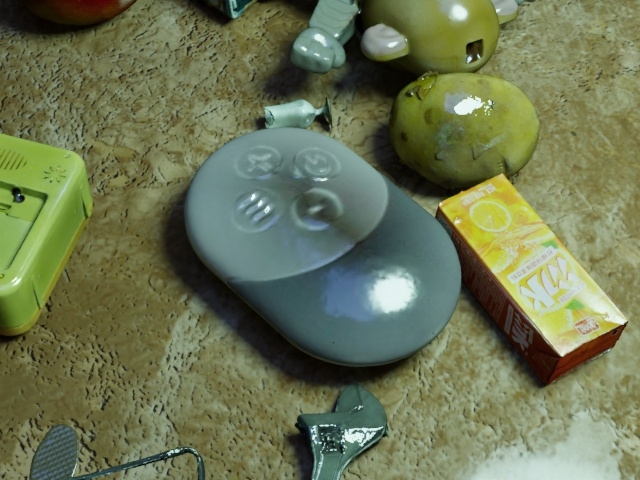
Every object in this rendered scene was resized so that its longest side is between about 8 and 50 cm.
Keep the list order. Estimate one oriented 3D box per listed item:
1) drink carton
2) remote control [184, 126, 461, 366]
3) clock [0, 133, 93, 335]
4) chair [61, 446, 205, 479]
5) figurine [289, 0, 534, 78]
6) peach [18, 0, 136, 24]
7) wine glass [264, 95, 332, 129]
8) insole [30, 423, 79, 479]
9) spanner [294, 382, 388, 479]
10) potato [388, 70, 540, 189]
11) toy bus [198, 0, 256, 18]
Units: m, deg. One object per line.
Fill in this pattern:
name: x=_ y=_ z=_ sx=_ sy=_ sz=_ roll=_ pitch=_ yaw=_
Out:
drink carton: x=0.220 y=0.039 z=1.183 sx=0.096 sy=0.071 sz=0.223 roll=-26 pitch=61 yaw=-20
remote control: x=0.000 y=0.000 z=1.177 sx=0.221 sy=0.103 sz=0.332 roll=-39 pitch=67 yaw=-24
clock: x=-0.342 y=-0.009 z=1.168 sx=0.143 sy=0.096 sz=0.202 roll=13 pitch=54 yaw=9
chair: x=-0.150 y=0.315 z=0.928 sx=0.145 sy=0.140 sz=0.221 roll=-11 pitch=63 yaw=-23
figurine: x=0.111 y=-0.302 z=1.352 sx=0.342 sy=0.167 sz=0.285 roll=-33 pitch=53 yaw=1
peach: x=-0.301 y=-0.365 z=1.376 sx=0.197 sy=0.197 sz=0.197 roll=2 pitch=55 yaw=-2
wine glass: x=-0.027 y=-0.150 z=1.322 sx=0.083 sy=0.042 sz=0.039 roll=-9 pitch=18 yaw=-6
insole: x=-0.266 y=0.239 z=1.054 sx=0.045 sy=0.002 sz=0.135 roll=11 pitch=55 yaw=4
spanner: x=-0.001 y=0.252 z=1.007 sx=0.093 sy=0.026 sz=0.325 roll=15 pitch=41 yaw=4
potato: x=0.165 y=-0.128 z=1.262 sx=0.175 sy=0.137 sz=0.137 roll=0 pitch=54 yaw=10
toy bus: x=-0.083 y=-0.434 z=1.454 sx=0.167 sy=0.138 sz=0.275 roll=30 pitch=57 yaw=24
